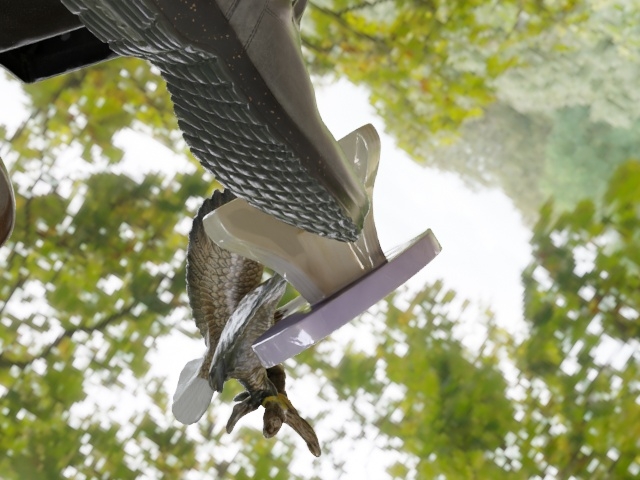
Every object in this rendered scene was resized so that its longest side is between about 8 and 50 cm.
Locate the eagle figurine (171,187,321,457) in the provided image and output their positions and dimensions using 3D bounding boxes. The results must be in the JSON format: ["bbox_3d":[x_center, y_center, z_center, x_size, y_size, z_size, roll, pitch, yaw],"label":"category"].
[{"bbox_3d":[-0.088,0.097,1.582,0.226,0.225,0.298,10,135,29],"label":"eagle figurine"}]

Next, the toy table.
[{"bbox_3d":[0.000,0.000,1.313,0.161,0.252,0.274,59,-150,-1],"label":"toy table"}]

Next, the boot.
[{"bbox_3d":[-0.021,-0.168,0.857,0.118,0.223,0.338,12,151,40],"label":"boot"}]

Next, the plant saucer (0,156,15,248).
[{"bbox_3d":[-0.553,-0.103,1.736,0.310,0.310,0.050,33,-134,-8],"label":"plant saucer"}]

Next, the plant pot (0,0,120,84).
[{"bbox_3d":[-0.351,-0.327,1.667,0.187,0.188,0.167,64,-173,-85],"label":"plant pot"}]
